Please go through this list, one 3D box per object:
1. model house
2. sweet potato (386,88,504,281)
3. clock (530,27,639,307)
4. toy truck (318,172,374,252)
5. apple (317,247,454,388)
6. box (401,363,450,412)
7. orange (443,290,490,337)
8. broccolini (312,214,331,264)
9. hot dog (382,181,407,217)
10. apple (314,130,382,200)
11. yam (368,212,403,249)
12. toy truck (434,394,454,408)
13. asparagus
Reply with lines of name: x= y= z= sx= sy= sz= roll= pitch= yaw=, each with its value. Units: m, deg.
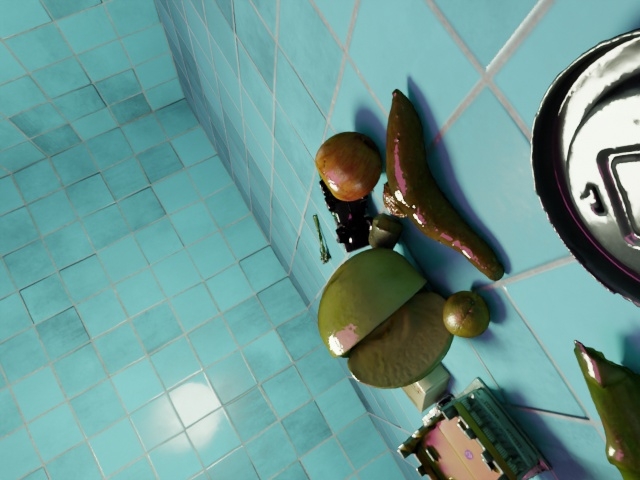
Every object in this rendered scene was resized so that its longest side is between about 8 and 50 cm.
model house: x=0.328 y=0.449 z=0.962 sx=0.224 sy=0.215 sz=0.199 roll=52 pitch=132 yaw=30
sweet potato: x=0.178 y=-0.073 z=0.745 sx=0.346 sy=0.079 sz=0.108 roll=58 pitch=154 yaw=-2
clock: x=0.306 y=-0.045 z=0.376 sx=0.281 sy=0.055 sz=0.281 roll=56 pitch=166 yaw=21
toy truck: x=0.058 y=-0.098 z=1.087 sx=0.125 sy=0.101 sz=0.243 roll=-117 pitch=7 yaw=-62
apple: x=0.134 y=0.167 z=0.963 sx=0.292 sy=0.254 sz=0.292 roll=48 pitch=-175 yaw=-6
box: x=0.260 y=0.354 z=1.281 sx=0.212 sy=0.095 sz=0.168 roll=51 pitch=161 yaw=36
orange: x=0.268 y=0.135 z=0.825 sx=0.085 sy=0.085 sz=0.095 roll=53 pitch=166 yaw=32
broccolini: x=-0.001 y=0.001 z=1.642 sx=0.044 sy=0.042 sz=0.218 roll=45 pitch=158 yaw=47
hot dog: x=0.151 y=-0.082 z=0.913 sx=0.083 sy=0.035 sz=0.058 roll=58 pitch=170 yaw=15
apple: x=0.062 y=-0.156 z=0.924 sx=0.147 sy=0.146 sz=0.146 roll=56 pitch=166 yaw=22
yam: x=0.146 y=-0.019 z=1.001 sx=0.070 sy=0.069 sz=0.146 roll=56 pitch=167 yaw=19
toy truck: x=0.369 y=0.490 z=1.242 sx=0.123 sy=0.052 sz=0.063 roll=57 pitch=172 yaw=11
asparagus: x=0.412 y=0.270 z=0.574 sx=0.082 sy=0.085 sz=0.343 roll=170 pitch=77 yaw=-88
